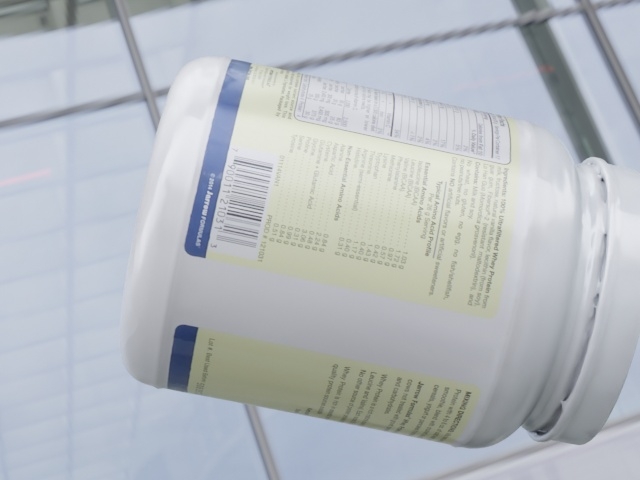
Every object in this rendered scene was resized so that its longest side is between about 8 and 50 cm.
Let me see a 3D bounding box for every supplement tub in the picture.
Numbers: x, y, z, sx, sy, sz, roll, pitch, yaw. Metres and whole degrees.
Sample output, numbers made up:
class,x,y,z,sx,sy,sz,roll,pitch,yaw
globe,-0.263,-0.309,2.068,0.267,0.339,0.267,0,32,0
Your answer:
class,x,y,z,sx,sy,sz,roll,pitch,yaw
supplement tub,0.041,0.014,0.926,0.325,0.235,0.235,12,-26,-3
